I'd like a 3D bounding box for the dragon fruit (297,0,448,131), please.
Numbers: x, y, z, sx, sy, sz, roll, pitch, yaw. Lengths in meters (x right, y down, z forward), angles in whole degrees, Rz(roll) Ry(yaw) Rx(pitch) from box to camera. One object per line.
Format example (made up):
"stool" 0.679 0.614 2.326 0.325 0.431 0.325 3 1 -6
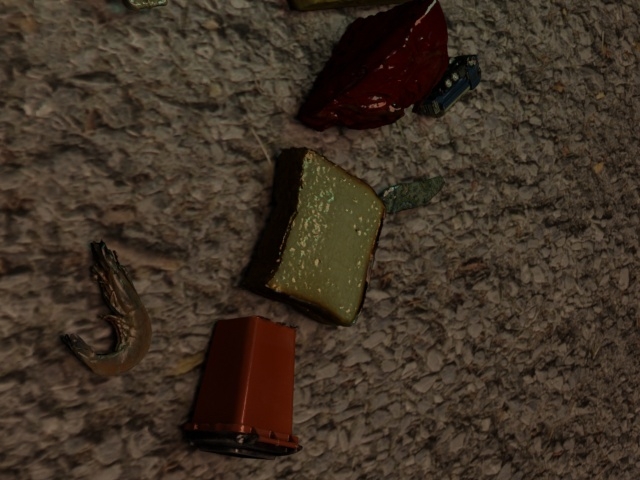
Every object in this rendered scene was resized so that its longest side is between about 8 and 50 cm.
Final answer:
"dragon fruit" 0.083 -0.327 1.693 0.330 0.240 0.302 -38 144 -14

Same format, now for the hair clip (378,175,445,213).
"hair clip" 0.216 -0.109 1.867 0.229 0.036 0.066 -20 109 -41

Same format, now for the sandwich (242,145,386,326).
"sandwich" 0.000 0.000 1.622 0.271 0.099 0.301 32 64 -43

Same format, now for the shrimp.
"shrimp" -0.351 0.113 1.326 0.152 0.046 0.219 -29 109 -43

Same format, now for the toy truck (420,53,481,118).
"toy truck" 0.302 -0.359 1.929 0.201 0.074 0.088 -44 122 -34

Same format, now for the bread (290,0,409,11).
"bread" 0.071 -0.557 1.716 0.361 0.077 0.138 -19 101 -42

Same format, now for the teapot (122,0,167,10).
"teapot" -0.269 -0.447 1.396 0.200 0.077 0.107 -24 105 -42

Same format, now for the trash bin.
"trash bin" -0.119 0.257 1.454 0.161 0.184 0.239 24 67 -40
